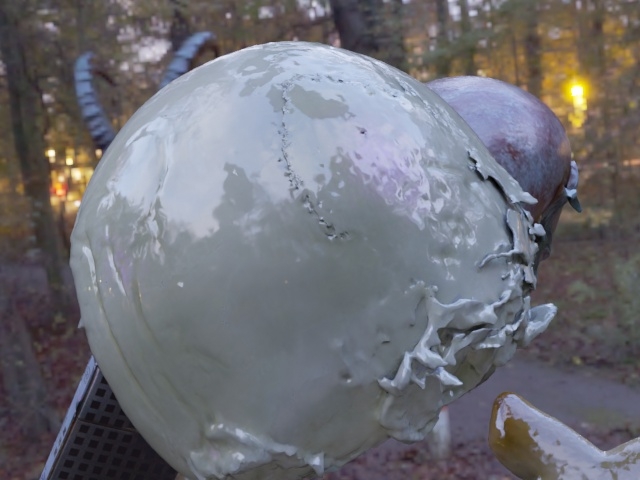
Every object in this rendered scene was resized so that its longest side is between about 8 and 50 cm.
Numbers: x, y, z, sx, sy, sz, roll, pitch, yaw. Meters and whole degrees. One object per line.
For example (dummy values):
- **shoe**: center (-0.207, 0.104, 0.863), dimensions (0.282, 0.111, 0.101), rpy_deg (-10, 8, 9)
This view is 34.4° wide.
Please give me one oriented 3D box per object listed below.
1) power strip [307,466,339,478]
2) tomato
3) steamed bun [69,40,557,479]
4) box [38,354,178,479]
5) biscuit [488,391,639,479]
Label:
- **power strip**: center (0.003, 0.191, 1.484), dimensions (0.091, 0.062, 0.385), rpy_deg (-13, 34, 16)
- **tomato**: center (0.179, -0.052, 1.307), dimensions (0.282, 0.316, 0.317), rpy_deg (22, 14, 21)
- **steamed bun**: center (0.000, 0.000, 0.748), dimensions (0.334, 0.312, 0.233), rpy_deg (-33, 0, -42)
- **box**: center (-0.296, 0.324, 1.480), dimensions (0.180, 0.325, 0.047), rpy_deg (19, 17, -24)
- **biscuit**: center (0.241, 0.216, 0.889), dimensions (0.208, 0.164, 0.047), rpy_deg (3, -27, 18)
